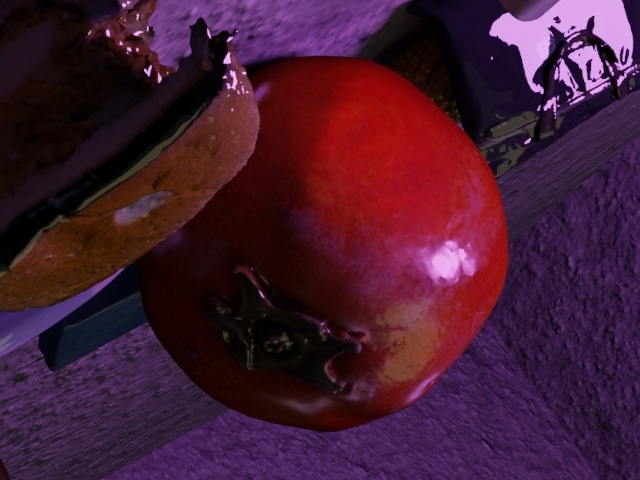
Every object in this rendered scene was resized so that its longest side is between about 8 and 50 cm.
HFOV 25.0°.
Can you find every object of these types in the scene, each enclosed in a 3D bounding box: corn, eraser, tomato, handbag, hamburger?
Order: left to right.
[{"bbox_3d":[-0.173,-0.058,0.905,0.288,0.167,0.192,-35,168,3],"label":"hamburger"},{"bbox_3d":[-0.145,0.027,1.486,0.312,0.042,0.144,-29,168,-24],"label":"eraser"},{"bbox_3d":[0.000,0.000,1.315,0.293,0.325,0.289,-56,-175,40],"label":"tomato"},{"bbox_3d":[0.183,-0.202,1.540,0.310,0.101,0.101,-31,169,-23],"label":"corn"},{"bbox_3d":[0.226,-0.198,1.451,0.254,0.211,0.089,-32,-158,-16],"label":"handbag"}]

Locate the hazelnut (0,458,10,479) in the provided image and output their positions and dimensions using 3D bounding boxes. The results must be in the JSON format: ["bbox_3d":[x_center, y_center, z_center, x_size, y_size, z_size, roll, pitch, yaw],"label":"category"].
[{"bbox_3d":[-0.452,0.309,1.280,0.359,0.359,0.409,-36,161,10],"label":"hazelnut"}]

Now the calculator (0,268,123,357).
[{"bbox_3d":[-0.247,0.012,1.012,0.299,0.185,0.041,-33,137,-31],"label":"calculator"}]

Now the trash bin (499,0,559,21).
[{"bbox_3d":[0.188,-0.267,1.209,0.059,0.116,0.130,-20,164,-46],"label":"trash bin"}]
